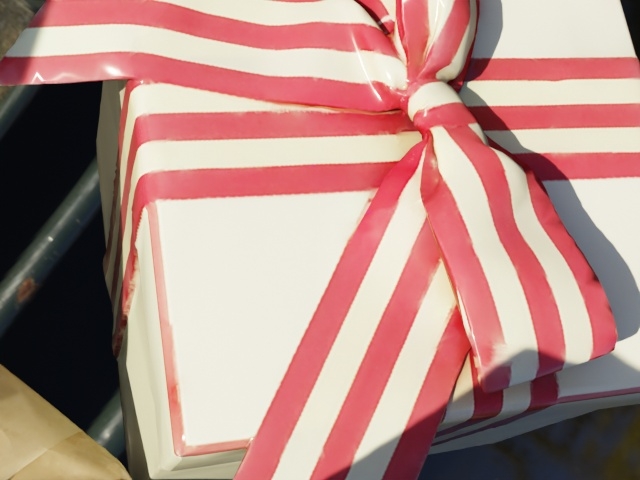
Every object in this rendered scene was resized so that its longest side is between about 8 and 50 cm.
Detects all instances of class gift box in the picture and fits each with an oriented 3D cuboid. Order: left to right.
[{"bbox_3d":[0.000,0.000,0.440,0.276,0.258,0.255,-9,73,-20],"label":"gift box"}]

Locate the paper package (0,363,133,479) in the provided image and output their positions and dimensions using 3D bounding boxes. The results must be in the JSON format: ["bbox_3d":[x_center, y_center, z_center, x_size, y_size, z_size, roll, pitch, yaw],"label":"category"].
[{"bbox_3d":[-0.264,0.226,0.445,0.309,0.168,0.325,-39,162,-39],"label":"paper package"}]
